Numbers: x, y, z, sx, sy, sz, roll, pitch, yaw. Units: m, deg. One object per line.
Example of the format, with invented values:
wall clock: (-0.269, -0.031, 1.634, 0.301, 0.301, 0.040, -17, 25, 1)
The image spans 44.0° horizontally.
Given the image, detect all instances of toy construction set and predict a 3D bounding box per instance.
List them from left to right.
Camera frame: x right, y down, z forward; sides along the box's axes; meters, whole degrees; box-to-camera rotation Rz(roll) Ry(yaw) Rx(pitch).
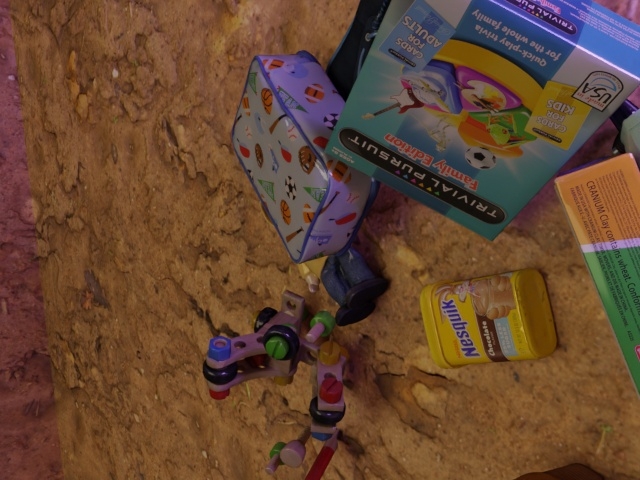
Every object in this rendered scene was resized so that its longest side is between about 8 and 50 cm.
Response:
toy construction set: (-0.031, 0.233, 1.371, 0.257, 0.237, 0.309, -6, 112, 27)

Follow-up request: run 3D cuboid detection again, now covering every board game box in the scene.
board game box: (0.169, -0.159, 0.911, 0.254, 0.079, 0.336, 28, 148, 0)
board game box: (0.300, 0.038, 0.766, 0.064, 0.316, 0.242, -22, 89, 18)

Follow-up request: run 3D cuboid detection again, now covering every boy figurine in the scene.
boy figurine: (0.000, 0.000, 1.332, 0.285, 0.092, 0.177, 53, 137, 26)

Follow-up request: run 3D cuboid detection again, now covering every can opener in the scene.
can opener: (0.332, -0.114, 0.836, 0.073, 0.186, 0.059, 40, 103, 9)

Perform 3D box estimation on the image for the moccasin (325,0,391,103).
moccasin: (0.117, -0.292, 1.112, 0.342, 0.138, 0.117, 117, 138, -55)

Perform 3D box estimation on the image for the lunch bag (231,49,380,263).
lunch bag: (-0.034, -0.128, 1.217, 0.303, 0.115, 0.243, 63, 151, 28)

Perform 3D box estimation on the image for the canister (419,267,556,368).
canister: (0.227, 0.107, 1.080, 0.170, 0.073, 0.126, -16, 84, 50)

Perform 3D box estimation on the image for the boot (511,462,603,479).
boot: (0.325, 0.363, 0.892, 0.295, 0.211, 0.104, 26, 117, 46)

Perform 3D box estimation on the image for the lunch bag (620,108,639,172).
lunch bag: (0.392, -0.029, 0.691, 0.160, 0.262, 0.223, -35, 69, 49)
